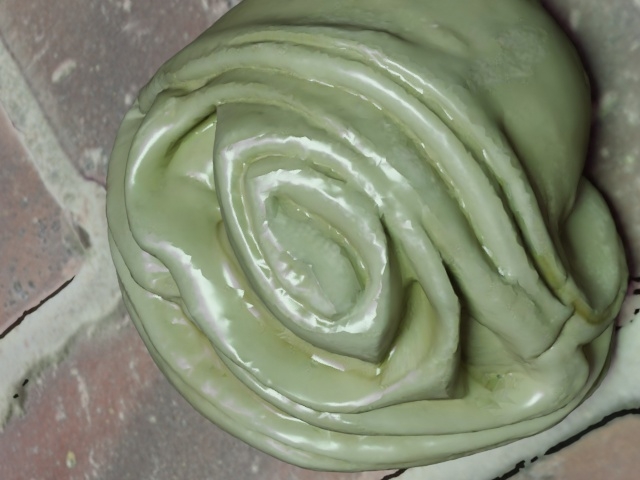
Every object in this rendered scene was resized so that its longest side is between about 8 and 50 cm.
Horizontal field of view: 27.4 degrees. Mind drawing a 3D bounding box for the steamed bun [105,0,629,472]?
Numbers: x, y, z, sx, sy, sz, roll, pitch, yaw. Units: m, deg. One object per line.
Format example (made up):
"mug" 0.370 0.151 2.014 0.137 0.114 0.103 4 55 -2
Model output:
"steamed bun" -0.003 -0.010 0.764 0.324 0.219 0.310 -17 89 36
